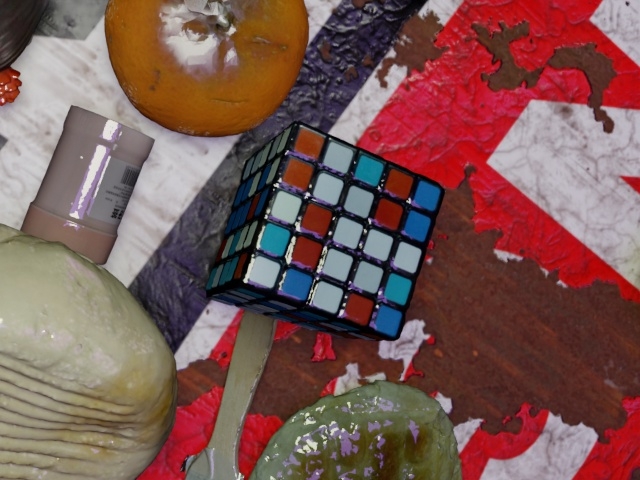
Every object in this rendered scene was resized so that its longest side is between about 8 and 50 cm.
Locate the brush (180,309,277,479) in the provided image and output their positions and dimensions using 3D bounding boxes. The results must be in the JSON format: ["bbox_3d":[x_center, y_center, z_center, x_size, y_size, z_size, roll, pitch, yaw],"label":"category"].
[{"bbox_3d":[-0.108,0.224,1.029,0.086,0.020,0.336,17,90,19],"label":"brush"}]

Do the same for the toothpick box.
[{"bbox_3d":[-0.252,-0.060,0.935,0.099,0.098,0.148,22,90,-15],"label":"toothpick box"}]

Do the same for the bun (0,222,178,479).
[{"bbox_3d":[-0.327,0.135,0.868,0.366,0.219,0.365,-8,133,-8],"label":"bun"}]

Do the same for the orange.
[{"bbox_3d":[-0.116,-0.219,0.916,0.224,0.170,0.223,-1,96,-12],"label":"orange"}]

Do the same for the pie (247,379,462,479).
[{"bbox_3d":[0.047,0.322,1.067,0.307,0.071,0.306,-2,98,-13],"label":"pie"}]

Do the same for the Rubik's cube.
[{"bbox_3d":[0.000,0.000,0.946,0.187,0.182,0.184,19,78,-16],"label":"Rubik's cube"}]

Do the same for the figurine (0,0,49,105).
[{"bbox_3d":[-0.315,-0.270,0.896,0.138,0.110,0.245,37,78,-18],"label":"figurine"}]
